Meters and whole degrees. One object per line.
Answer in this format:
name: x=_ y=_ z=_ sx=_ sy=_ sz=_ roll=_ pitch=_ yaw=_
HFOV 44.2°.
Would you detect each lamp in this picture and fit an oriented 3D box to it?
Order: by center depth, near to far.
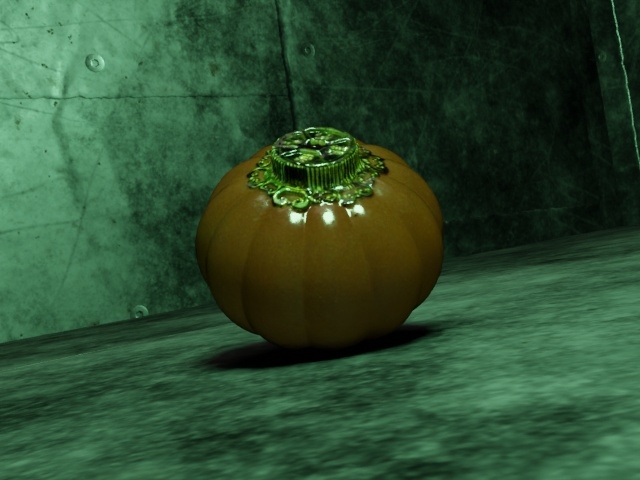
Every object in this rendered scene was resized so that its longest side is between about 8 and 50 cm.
lamp: x=0.000 y=0.000 z=0.708 sx=0.223 sy=0.196 sz=0.223 roll=-2 pitch=36 yaw=1
